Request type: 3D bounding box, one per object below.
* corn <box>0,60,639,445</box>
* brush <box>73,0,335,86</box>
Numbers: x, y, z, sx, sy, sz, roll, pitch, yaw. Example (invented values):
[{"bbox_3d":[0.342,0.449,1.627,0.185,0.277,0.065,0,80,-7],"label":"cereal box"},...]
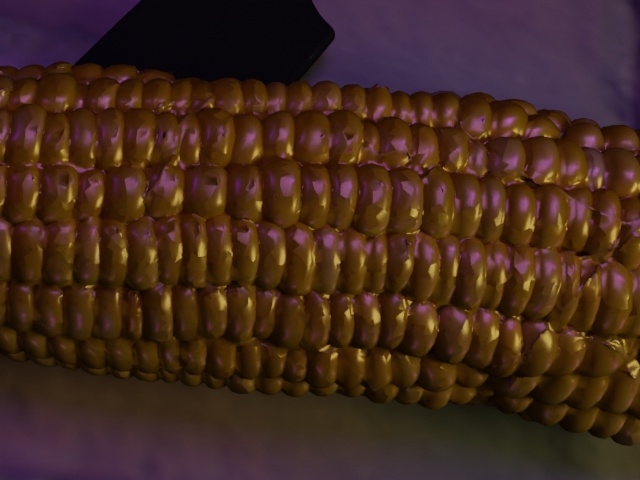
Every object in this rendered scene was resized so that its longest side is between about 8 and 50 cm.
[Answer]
[{"bbox_3d":[0.000,0.000,0.467,0.292,0.101,0.101,7,51,-4],"label":"corn"},{"bbox_3d":[-0.017,-0.088,0.580,0.063,0.016,0.193,30,52,10],"label":"brush"}]
